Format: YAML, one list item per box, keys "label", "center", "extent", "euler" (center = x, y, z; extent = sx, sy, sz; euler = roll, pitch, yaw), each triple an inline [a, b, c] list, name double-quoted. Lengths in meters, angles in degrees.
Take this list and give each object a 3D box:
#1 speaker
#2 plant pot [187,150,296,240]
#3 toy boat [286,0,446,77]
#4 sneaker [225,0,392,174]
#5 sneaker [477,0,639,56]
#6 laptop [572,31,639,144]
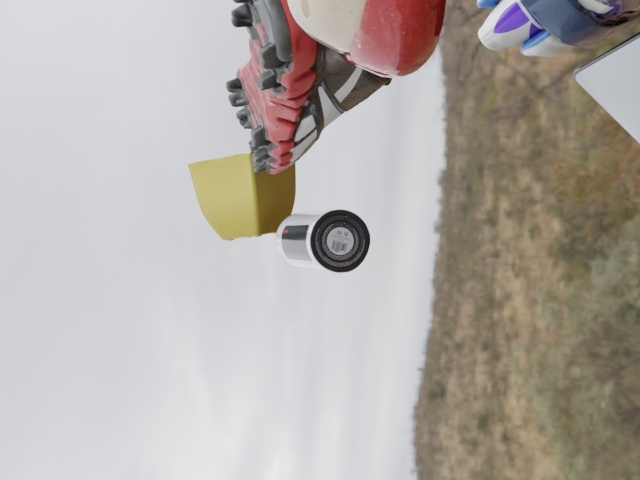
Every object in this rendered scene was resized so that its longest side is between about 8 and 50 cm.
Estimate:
- label: "speaker"
  center: [0.000, 0.000, 0.935]
  extent: [0.136, 0.055, 0.055]
  euler: [-176, 92, -75]
- label: "plant pot"
  center: [-0.072, -0.044, 1.040]
  extent: [0.081, 0.081, 0.083]
  euler: [-11, -88, -58]
- label: "toy boat"
  center: [0.079, -0.180, 0.483]
  extent: [0.231, 0.151, 0.151]
  euler: [-64, 8, 3]
- label: "sneaker"
  center: [-0.005, -0.137, 0.859]
  extent: [0.276, 0.135, 0.098]
  euler: [111, 139, -69]
- label: "sneaker"
  center: [0.250, -0.245, 0.941]
  extent: [0.130, 0.236, 0.323]
  euler: [52, -166, 0]
- label: "laptop"
  center: [0.355, 0.022, 0.781]
  extent: [0.236, 0.382, 0.408]
  euler: [-48, 6, -14]
